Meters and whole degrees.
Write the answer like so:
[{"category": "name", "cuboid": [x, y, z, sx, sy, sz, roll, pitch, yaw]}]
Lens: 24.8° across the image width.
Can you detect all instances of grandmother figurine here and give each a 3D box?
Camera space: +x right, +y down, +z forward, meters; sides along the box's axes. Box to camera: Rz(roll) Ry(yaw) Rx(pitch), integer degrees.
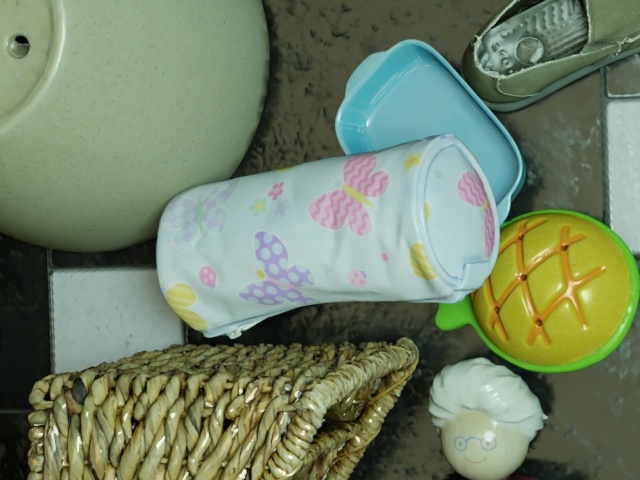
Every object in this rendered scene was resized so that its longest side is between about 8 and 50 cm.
[{"category": "grandmother figurine", "cuboid": [0.145, 0.261, 1.135, 0.208, 0.104, 0.342, -8, 91, 6]}]

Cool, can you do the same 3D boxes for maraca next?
[{"category": "maraca", "cuboid": [0.162, 0.034, 1.130, 0.185, 0.099, 0.127, 15, 82, 38]}]

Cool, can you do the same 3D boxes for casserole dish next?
[{"category": "casserole dish", "cuboid": [0.090, -0.073, 1.151, 0.114, 0.037, 0.188, -47, 62, 19]}]

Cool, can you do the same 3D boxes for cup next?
[{"category": "cup", "cuboid": [-0.230, -0.154, 1.153, 0.331, 0.237, 0.331, 0, 90, 14]}]

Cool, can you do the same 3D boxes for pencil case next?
[{"category": "pencil case", "cuboid": [0.000, 0.000, 1.114, 0.273, 0.113, 0.124, -12, 68, 35]}]

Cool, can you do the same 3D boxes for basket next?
[{"category": "basket", "cuboid": [-0.055, 0.189, 1.078, 0.223, 0.299, 0.213, -1, 91, 14]}]

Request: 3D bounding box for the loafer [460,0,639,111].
[{"category": "loafer", "cuboid": [0.218, -0.180, 1.114, 0.251, 0.087, 0.094, -34, 83, 12]}]
